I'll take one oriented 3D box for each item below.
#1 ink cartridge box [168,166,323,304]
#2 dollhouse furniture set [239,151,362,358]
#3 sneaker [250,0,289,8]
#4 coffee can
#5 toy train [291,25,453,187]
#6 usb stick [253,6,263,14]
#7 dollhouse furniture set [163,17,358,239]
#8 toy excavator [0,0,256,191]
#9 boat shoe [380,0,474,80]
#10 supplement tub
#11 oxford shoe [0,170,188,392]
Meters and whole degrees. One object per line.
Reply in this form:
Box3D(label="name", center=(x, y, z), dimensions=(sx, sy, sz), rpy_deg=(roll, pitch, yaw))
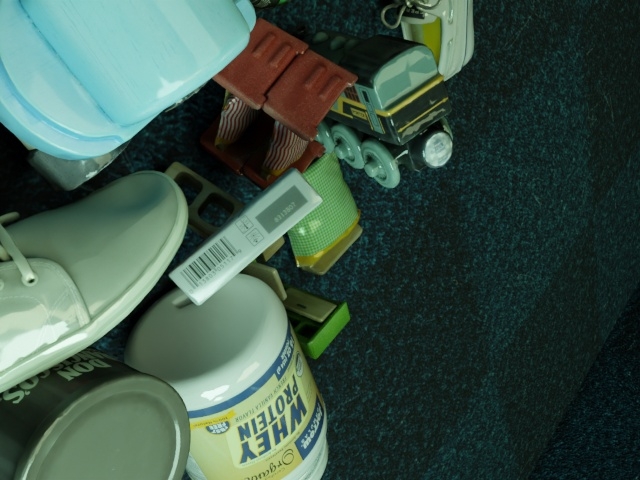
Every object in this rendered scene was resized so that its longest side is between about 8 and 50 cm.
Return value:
Box3D(label="ink cartridge box", center=(-0.094, -0.014, 0.984), dimensions=(0.189, 0.232, 0.066), rpy_deg=(-41, 102, -1))
Box3D(label="dollhouse furniture set", center=(0.000, 0.000, 1.258), dimensions=(0.301, 0.151, 0.197), rpy_deg=(-47, 136, -31))
Box3D(label="sneaker", center=(-0.095, -0.423, 0.916), dimensions=(0.146, 0.134, 0.343), rpy_deg=(-29, 143, -18))
Box3D(label="coffee can", center=(-0.306, 0.194, 0.839), dimensions=(0.201, 0.275, 0.201), rpy_deg=(-24, 121, -46))
Box3D(label="toy train", center=(0.059, -0.205, 1.121), dimensions=(0.142, 0.334, 0.190), rpy_deg=(-33, 125, -15))
Box3D(label="usb stick", center=(-0.167, -0.285, 1.024), dimensions=(0.278, 0.045, 0.077), rpy_deg=(-43, 140, -34))
Box3D(label="dollhouse furniture set", center=(-0.130, -0.071, 0.991), dimensions=(0.374, 0.152, 0.201), rpy_deg=(-55, 178, -23))
Box3D(label="toy excavator", center=(-0.106, -0.259, 0.743), dimensions=(0.433, 0.445, 0.222), rpy_deg=(-50, 119, -29))
Box3D(label="boat shoe", center=(0.172, -0.416, 1.351), dimensions=(0.156, 0.136, 0.367), rpy_deg=(-46, 146, -27))
Box3D(label="supplement tub", center=(-0.120, 0.228, 1.132), dimensions=(0.228, 0.228, 0.316), rpy_deg=(-47, 136, -30))
Box3D(label="oxford shoe", center=(-0.318, 0.051, 0.740), dimensions=(0.449, 0.169, 0.130), rpy_deg=(-34, 137, -24))
